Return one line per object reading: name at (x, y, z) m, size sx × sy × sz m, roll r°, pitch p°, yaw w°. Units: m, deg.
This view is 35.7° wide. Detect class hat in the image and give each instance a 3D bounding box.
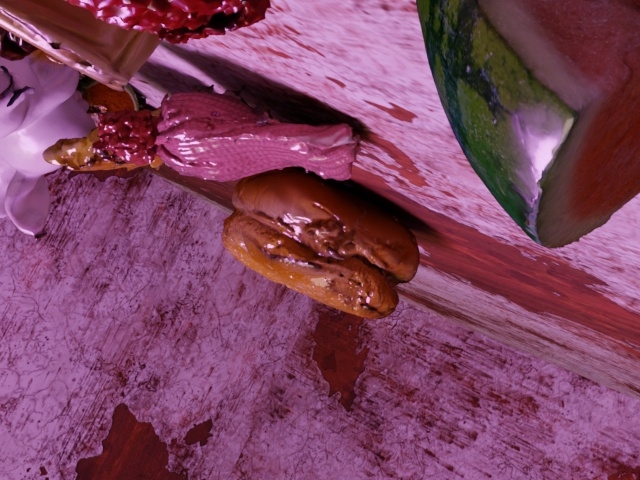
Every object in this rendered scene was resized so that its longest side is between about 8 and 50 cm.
hat at (-0.101, -0.117, 1.081) m, size 0.286 × 0.107 × 0.237 m, roll 3°, pitch 177°, yaw -5°

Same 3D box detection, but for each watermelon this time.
watermelon at (0.092, -0.087, 0.452) m, size 0.146 × 0.128 × 0.231 m, roll 44°, pitch -176°, yaw 20°

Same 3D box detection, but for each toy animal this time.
toy animal at (-0.411, -0.165, 1.324) m, size 0.182 × 0.247 × 0.310 m, roll 32°, pitch 170°, yaw 16°

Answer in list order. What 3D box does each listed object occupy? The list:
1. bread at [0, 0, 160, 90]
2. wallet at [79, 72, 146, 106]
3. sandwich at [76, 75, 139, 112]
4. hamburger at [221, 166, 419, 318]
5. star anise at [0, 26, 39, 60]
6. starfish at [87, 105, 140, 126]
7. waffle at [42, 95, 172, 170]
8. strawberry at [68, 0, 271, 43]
bread at (-0.231, -0.212, 0.740) m, size 0.241 × 0.107 × 0.136 m, roll 30°, pitch 177°, yaw -38°
wallet at (-0.382, -0.257, 1.615) m, size 0.122 × 0.031 × 0.232 m, roll 26°, pitch 178°, yaw -38°
sandwich at (-0.315, -0.212, 1.495) m, size 0.029 × 0.067 × 0.135 m, roll 19°, pitch 168°, yaw 33°
hamburger at (0.000, 0.000, 1.497) m, size 0.289 × 0.170 × 0.314 m, roll 25°, pitch 176°, yaw -30°
star anise at (-0.291, -0.229, 0.943) m, size 0.272 × 0.103 × 0.272 m, roll 27°, pitch 173°, yaw 4°
starfish at (-0.367, -0.175, 1.698) m, size 0.398 × 0.132 × 0.384 m, roll -4°, pitch -170°, yaw -14°
waffle at (-0.220, -0.131, 1.300) m, size 0.243 × 0.059 × 0.237 m, roll -13°, pitch 179°, yaw 29°
strawberry at (-0.104, -0.165, 0.558) m, size 0.188 × 0.106 × 0.286 m, roll 27°, pitch 177°, yaw 17°
